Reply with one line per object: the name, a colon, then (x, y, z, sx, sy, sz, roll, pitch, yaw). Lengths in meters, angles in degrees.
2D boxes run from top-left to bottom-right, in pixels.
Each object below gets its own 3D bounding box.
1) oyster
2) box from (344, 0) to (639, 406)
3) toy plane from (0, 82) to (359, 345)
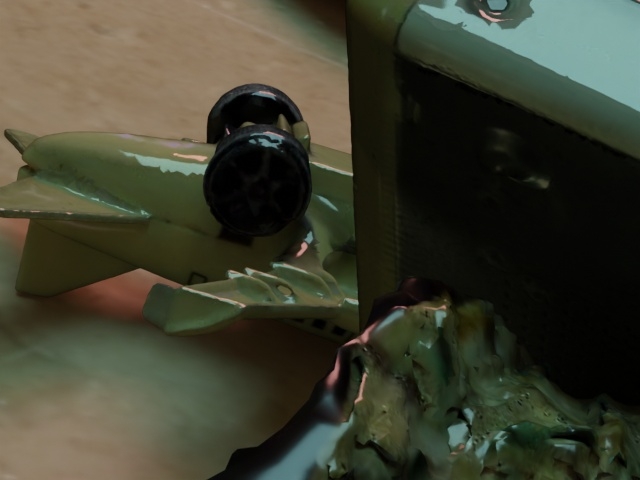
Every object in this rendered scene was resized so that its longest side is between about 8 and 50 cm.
oyster: (0.028, 0.119, 0.450, 0.092, 0.198, 0.259, 19, -12, 25)
box: (0.102, 0.051, 0.522, 0.211, 0.270, 0.045, 28, 60, 19)
toy plane: (0.000, 0.000, 0.726, 0.256, 0.104, 0.242, 5, 14, -5)
